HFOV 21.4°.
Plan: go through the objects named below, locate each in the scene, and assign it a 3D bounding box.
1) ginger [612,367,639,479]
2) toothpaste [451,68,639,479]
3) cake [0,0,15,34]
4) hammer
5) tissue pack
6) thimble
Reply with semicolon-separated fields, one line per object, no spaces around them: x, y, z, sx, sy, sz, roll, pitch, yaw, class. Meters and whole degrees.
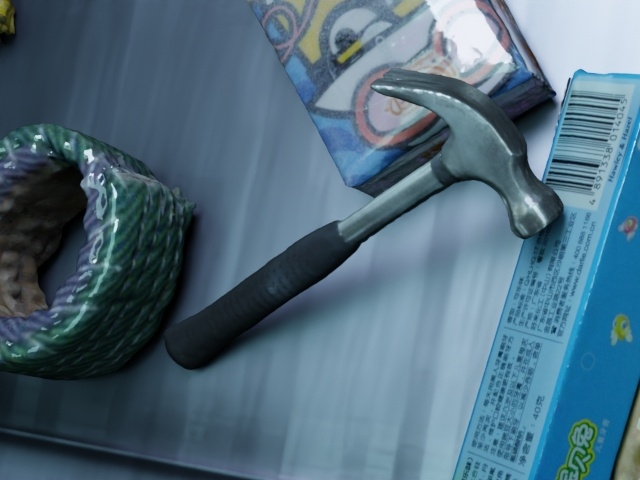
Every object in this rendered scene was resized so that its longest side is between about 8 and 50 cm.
0.254;0.069;0.769;0.258;0.065;0.149;-14;73;22;ginger
0.119;0.050;0.819;0.065;0.050;0.267;13;85;57;toothpaste
-0.268;-0.179;1.000;0.079;0.116;0.185;-41;73;13;cake
0.000;0.000;0.859;0.246;0.029;0.103;-32;95;34;hammer
0.036;-0.116;0.886;0.115;0.065;0.155;-32;70;17;tissue pack
-0.144;0.009;0.924;0.118;0.090;0.135;30;93;24;thimble
